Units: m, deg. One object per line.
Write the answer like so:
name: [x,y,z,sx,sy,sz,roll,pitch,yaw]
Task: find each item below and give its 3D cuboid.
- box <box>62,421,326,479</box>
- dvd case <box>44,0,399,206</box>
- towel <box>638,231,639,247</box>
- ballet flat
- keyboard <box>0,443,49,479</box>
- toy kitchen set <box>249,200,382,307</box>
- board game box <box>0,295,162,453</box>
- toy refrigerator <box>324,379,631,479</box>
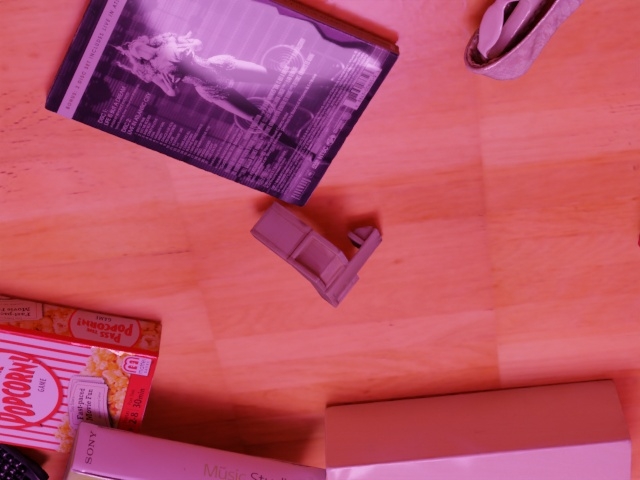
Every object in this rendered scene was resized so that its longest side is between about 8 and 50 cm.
box: [-0.149,0.297,1.302,0.232,0.058,0.322,12,138,-11]
dvd case: [-0.076,-0.123,1.011,0.221,0.018,0.164,20,128,-18]
towel: [0.400,-0.060,1.062,0.275,0.031,0.199,-1,128,-2]
ballet flat: [0.155,-0.177,0.938,0.052,0.057,0.168,-3,137,-37]
keyboard: [-0.324,0.277,1.312,0.100,0.038,0.192,34,125,-2]
toy kitchen set: [0.000,0.000,1.112,0.068,0.075,0.083,-51,160,-7]
board game box: [-0.250,0.122,1.195,0.193,0.045,0.147,11,129,-9]
toy refrigerator: [0.143,0.202,1.240,0.269,0.094,0.102,-7,124,3]
